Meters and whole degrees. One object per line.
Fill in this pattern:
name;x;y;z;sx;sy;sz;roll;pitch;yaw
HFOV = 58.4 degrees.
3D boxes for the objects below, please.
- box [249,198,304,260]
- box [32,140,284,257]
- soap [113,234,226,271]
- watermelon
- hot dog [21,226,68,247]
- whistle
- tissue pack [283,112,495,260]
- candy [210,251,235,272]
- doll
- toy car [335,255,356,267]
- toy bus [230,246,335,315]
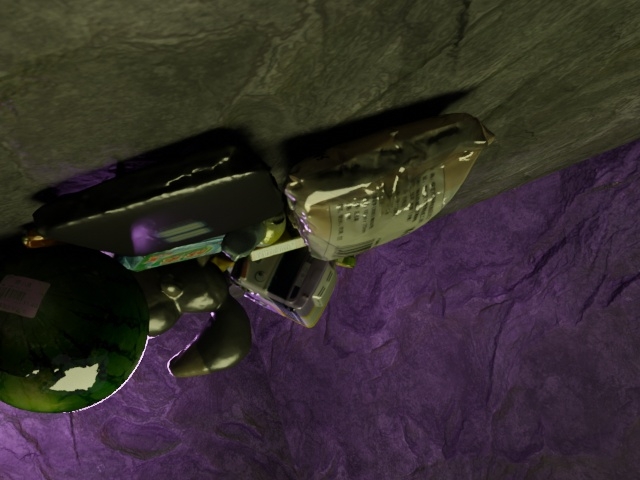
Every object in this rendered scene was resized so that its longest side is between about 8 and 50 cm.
box;-0.053;-0.047;1.362;0.278;0.153;0.041;-16;132;-14
box;-0.247;-0.059;0.984;0.359;0.091;0.350;-18;172;2
soap;-0.318;-0.001;1.285;0.293;0.077;0.156;-14;171;-31
watermelon;-0.504;0.169;1.118;0.363;0.364;0.363;-18;173;-2
hot dog;-0.473;-0.011;1.009;0.049;0.037;0.122;-32;175;15
whistle;-0.149;-0.020;1.219;0.122;0.123;0.223;-22;-160;30
tissue pack;0.107;-0.100;1.140;0.389;0.195;0.375;-17;169;-10
candy;-0.349;0.087;1.740;0.297;0.081;0.187;-21;-167;2
doll;-0.398;0.210;1.516;0.382;0.379;0.252;-28;175;-4
toy car;0.000;0.000;1.878;0.235;0.145;0.235;9;174;1
toy bus;-0.082;0.099;1.598;0.249;0.209;0.440;25;167;10
